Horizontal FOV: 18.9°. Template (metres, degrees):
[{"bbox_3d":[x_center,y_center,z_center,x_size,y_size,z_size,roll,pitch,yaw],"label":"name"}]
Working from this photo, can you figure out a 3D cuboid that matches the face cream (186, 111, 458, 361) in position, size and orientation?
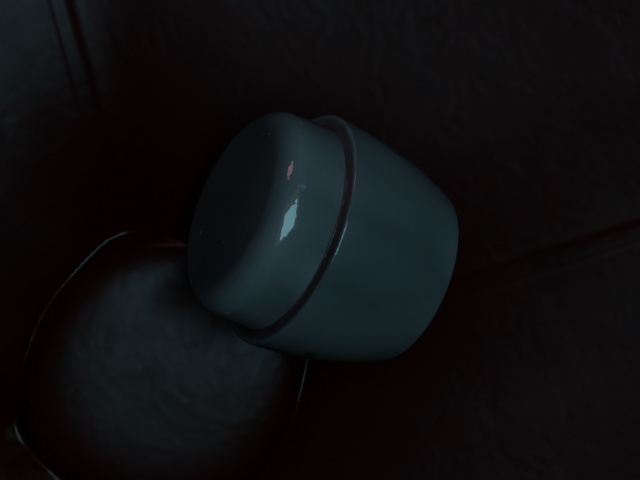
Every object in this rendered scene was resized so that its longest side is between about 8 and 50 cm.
[{"bbox_3d":[0.000,0.000,0.931,0.104,0.117,0.117,21,84,-25],"label":"face cream"}]
